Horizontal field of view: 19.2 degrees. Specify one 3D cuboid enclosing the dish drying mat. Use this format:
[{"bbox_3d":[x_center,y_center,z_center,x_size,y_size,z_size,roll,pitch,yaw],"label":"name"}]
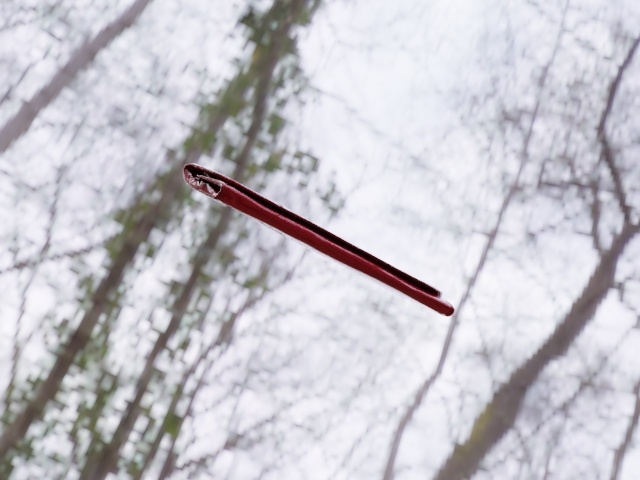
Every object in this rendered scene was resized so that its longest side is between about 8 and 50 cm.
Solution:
[{"bbox_3d":[0.000,0.000,0.541,0.083,0.008,0.032,27,-2,-28],"label":"dish drying mat"}]
